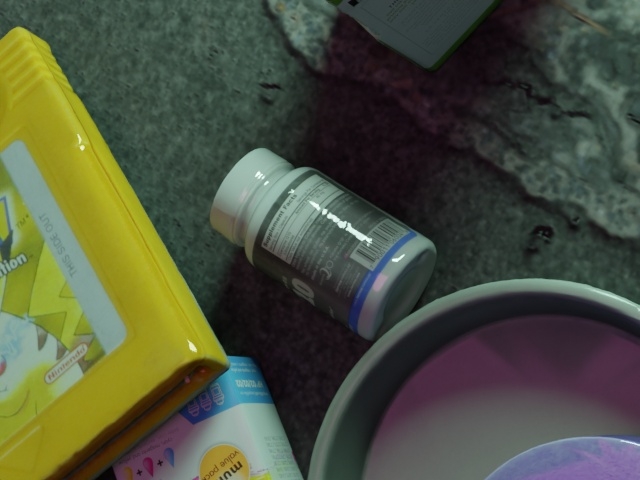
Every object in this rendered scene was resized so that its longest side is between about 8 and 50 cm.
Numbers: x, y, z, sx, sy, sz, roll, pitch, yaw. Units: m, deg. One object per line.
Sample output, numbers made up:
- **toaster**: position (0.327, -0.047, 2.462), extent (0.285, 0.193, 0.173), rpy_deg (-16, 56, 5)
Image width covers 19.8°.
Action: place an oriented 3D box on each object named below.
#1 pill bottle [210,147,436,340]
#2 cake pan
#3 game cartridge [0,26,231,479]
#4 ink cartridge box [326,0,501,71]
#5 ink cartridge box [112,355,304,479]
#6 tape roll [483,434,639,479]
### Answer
- **pill bottle**: position (0.000, 0.000, 1.197), extent (0.137, 0.078, 0.078), rpy_deg (33, 96, 20)
- **cake pan**: position (0.135, 0.171, 1.143), extent (0.293, 0.054, 0.293), rpy_deg (-2, 84, 20)
- **game cartridge**: position (-0.245, 0.044, 1.263), extent (0.285, 0.053, 0.323), rpy_deg (-40, 61, 12)
- **ink cartridge box**: position (0.066, -0.219, 1.099), extent (0.189, 0.255, 0.097), rpy_deg (-47, 72, 10)
- **ink cartridge box**: position (-0.065, 0.179, 1.212), extent (0.104, 0.061, 0.181), rpy_deg (-26, 76, 17)
- **tape roll**: position (0.166, 0.207, 1.057), extent (0.189, 0.080, 0.189), rpy_deg (-2, 83, 20)
